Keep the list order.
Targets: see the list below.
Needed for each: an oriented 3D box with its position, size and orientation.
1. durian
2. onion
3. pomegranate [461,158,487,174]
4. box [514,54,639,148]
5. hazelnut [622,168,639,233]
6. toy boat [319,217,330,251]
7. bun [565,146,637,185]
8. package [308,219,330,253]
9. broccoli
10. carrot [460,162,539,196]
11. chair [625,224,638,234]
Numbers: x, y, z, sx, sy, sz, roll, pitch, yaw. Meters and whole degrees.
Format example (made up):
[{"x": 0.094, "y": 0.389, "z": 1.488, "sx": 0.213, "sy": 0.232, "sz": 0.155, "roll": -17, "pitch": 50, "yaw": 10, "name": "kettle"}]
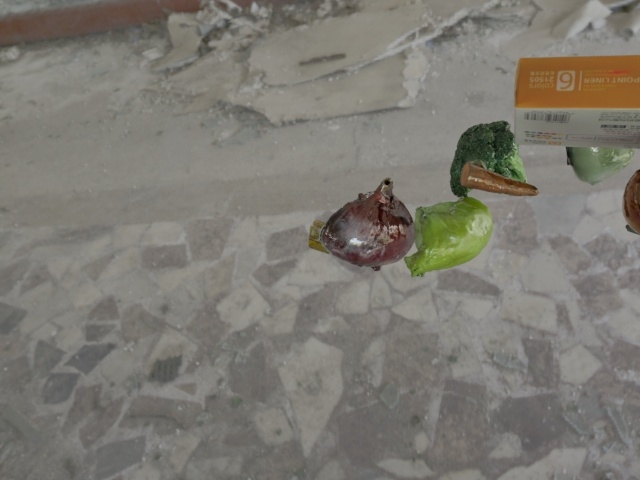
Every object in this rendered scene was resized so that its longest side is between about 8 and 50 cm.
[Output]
[{"x": 0.419, "y": -0.031, "z": 1.797, "sx": 0.339, "sy": 0.205, "sz": 0.256, "roll": -11, "pitch": 48, "yaw": -5, "name": "durian"}, {"x": 0.096, "y": -0.014, "z": 0.872, "sx": 0.098, "sy": 0.151, "sz": 0.205, "roll": 46, "pitch": 34, "yaw": 22, "name": "onion"}, {"x": 0.425, "y": -0.179, "z": 1.514, "sx": 0.073, "sy": 0.085, "sz": 0.073, "roll": -28, "pitch": 20, "yaw": 11, "name": "pomegranate"}, {"x": 0.458, "y": -0.218, "z": 0.903, "sx": 0.273, "sy": 0.220, "sz": 0.091, "roll": 7, "pitch": 85, "yaw": 18, "name": "box"}, {"x": 0.545, "y": -0.074, "z": 0.861, "sx": 0.150, "sy": 0.150, "sz": 0.150, "roll": -8, "pitch": 45, "yaw": 8, "name": "hazelnut"}, {"x": 0.096, "y": -0.032, "z": 1.308, "sx": 0.207, "sy": 0.134, "sz": 0.079, "roll": -14, "pitch": 75, "yaw": 16, "name": "toy boat"}, {"x": 0.719, "y": -0.292, "z": 1.379, "sx": 0.187, "sy": 0.293, "sz": 0.293, "roll": -1, "pitch": 44, "yaw": 34, "name": "bun"}, {"x": 0.000, "y": 0.000, "z": 1.797, "sx": 0.070, "sy": 0.131, "sz": 0.047, "roll": 18, "pitch": 43, "yaw": 11, "name": "package"}, {"x": 0.587, "y": -0.270, "z": 1.939, "sx": 0.308, "sy": 0.275, "sz": 0.308, "roll": -43, "pitch": 6, "yaw": 6, "name": "broccoli"}, {"x": 0.462, "y": -0.143, "z": 1.407, "sx": 0.209, "sy": 0.061, "sz": 0.061, "roll": 13, "pitch": 45, "yaw": -9, "name": "carrot"}, {"x": 0.850, "y": 0.013, "z": 1.240, "sx": 0.136, "sy": 0.147, "sz": 0.270, "roll": -29, "pitch": 15, "yaw": -5, "name": "chair"}]
